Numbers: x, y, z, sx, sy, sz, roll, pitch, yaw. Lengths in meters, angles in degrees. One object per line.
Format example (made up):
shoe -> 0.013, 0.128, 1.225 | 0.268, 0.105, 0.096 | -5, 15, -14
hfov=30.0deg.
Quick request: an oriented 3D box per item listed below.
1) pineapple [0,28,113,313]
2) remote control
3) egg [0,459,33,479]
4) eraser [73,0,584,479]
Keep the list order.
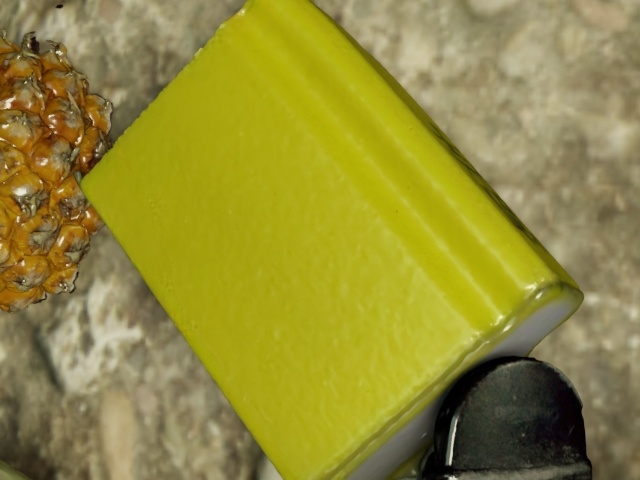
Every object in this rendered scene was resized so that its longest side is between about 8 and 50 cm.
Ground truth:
pineapple -> -0.214, -0.041, 0.662 | 0.176, 0.137, 0.161 | -48, 65, 12
remote control -> 0.067, 0.182, 0.518 | 0.066, 0.090, 0.266 | 0, 85, 56
egg -> -0.179, 0.262, 0.557 | 0.337, 0.201, 0.337 | -45, 26, 29
eraser -> 0.000, 0.000, 0.585 | 0.158, 0.069, 0.226 | -43, 67, 12
